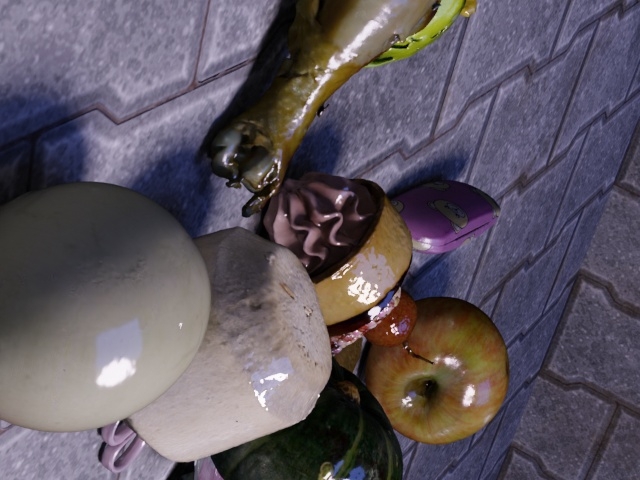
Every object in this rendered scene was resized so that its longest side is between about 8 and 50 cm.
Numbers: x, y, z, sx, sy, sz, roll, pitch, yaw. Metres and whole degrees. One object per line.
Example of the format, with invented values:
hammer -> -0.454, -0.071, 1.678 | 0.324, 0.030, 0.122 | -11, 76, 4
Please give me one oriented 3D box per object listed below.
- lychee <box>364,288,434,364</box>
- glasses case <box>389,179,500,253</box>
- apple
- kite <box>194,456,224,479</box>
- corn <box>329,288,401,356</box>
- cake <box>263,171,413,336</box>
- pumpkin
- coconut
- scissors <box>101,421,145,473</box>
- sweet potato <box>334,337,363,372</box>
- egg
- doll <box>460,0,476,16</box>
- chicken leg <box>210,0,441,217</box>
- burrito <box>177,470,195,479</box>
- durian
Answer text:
lychee -> 0.115, 0.136, 2.232 | 0.101, 0.114, 0.140 | -17, 119, -11
glasses case -> 0.195, -0.041, 2.187 | 0.316, 0.123, 0.076 | -22, 135, -60
apple -> 0.213, 0.224, 2.401 | 0.264, 0.264, 0.264 | -49, 156, -31
kite -> -0.121, 0.289, 1.881 | 0.360, 0.022, 0.204 | 57, 36, -65
corn -> -0.004, 0.122, 1.848 | 0.280, 0.092, 0.092 | -40, 166, 19
cake -> 0.000, 0.000, 1.717 | 0.178, 0.185, 0.208 | 40, 79, -33
pumpkin -> -0.030, 0.254, 1.704 | 0.207, 0.300, 0.300 | -40, 161, 6
coconut -> -0.131, 0.115, 1.459 | 0.266, 0.237, 0.237 | -24, 170, 19
scissors -> -0.190, 0.190, 1.687 | 0.242, 0.030, 0.118 | -44, 154, -41
sweet potato -> -0.008, 0.206, 1.996 | 0.244, 0.077, 0.077 | -45, 154, -42
egg -> -0.215, 0.058, 1.185 | 0.269, 0.219, 0.219 | -13, 128, -64
doll -> 0.228, -0.440, 1.798 | 0.160, 0.094, 0.365 | -53, 158, -16
chicken leg -> 0.006, -0.222, 1.507 | 0.429, 0.152, 0.201 | -56, 148, 5
burrito -> -0.146, 0.371, 1.979 | 0.096, 0.066, 0.309 | -65, 162, 2
durian -> 0.114, -0.320, 1.679 | 0.139, 0.101, 0.250 | 20, 99, -34
